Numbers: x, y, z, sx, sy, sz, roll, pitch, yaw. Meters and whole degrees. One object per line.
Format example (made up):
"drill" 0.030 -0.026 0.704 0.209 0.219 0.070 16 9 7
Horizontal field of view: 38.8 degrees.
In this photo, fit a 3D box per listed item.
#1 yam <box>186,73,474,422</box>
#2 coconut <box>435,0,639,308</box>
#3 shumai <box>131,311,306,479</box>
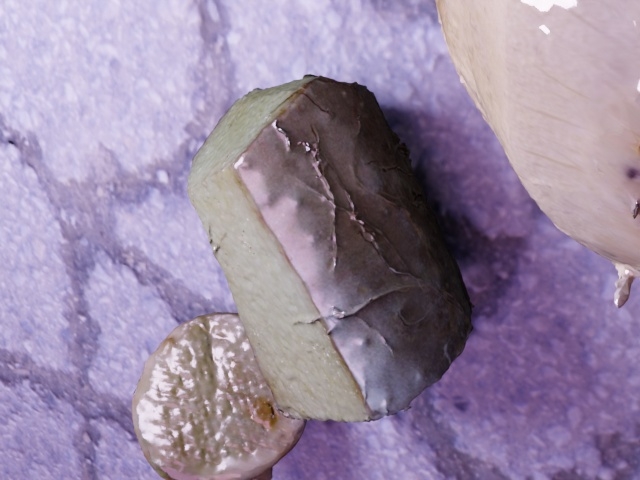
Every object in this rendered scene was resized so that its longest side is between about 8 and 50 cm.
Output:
"yam" 0.004 -0.003 0.790 0.202 0.201 0.271 -8 120 53
"coconut" 0.234 -0.164 0.497 0.346 0.360 0.346 -2 133 -2
"shumai" -0.103 0.184 1.016 0.201 0.201 0.120 30 169 8
